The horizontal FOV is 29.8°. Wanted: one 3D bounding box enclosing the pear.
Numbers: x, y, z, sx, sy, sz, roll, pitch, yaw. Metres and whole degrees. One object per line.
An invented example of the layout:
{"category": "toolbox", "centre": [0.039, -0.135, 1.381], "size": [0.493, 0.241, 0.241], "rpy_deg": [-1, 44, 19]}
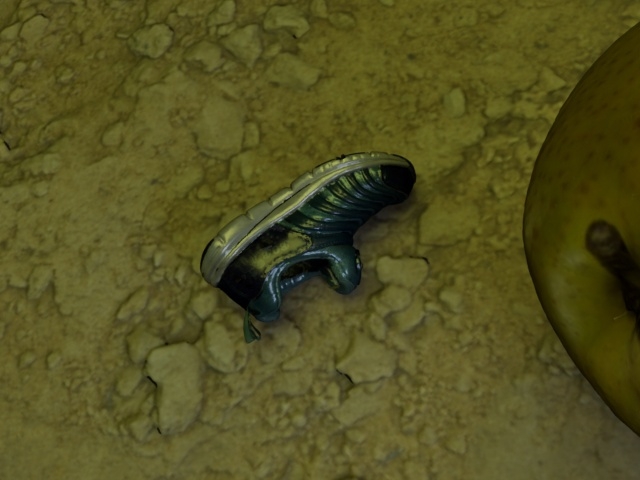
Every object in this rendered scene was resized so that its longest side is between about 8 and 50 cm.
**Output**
{"category": "pear", "centre": [0.334, -0.015, 0.766], "size": [0.418, 0.362, 0.362], "rpy_deg": [-14, 53, -21]}

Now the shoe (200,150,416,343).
{"category": "shoe", "centre": [0.000, 0.000, 1.037], "size": [0.207, 0.091, 0.106], "rpy_deg": [-36, 78, -9]}
